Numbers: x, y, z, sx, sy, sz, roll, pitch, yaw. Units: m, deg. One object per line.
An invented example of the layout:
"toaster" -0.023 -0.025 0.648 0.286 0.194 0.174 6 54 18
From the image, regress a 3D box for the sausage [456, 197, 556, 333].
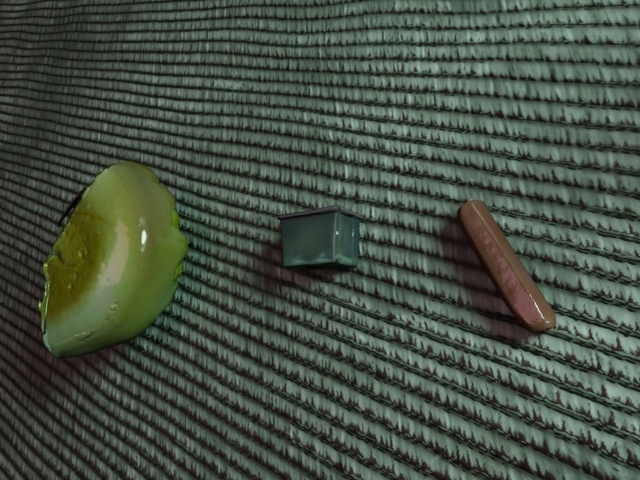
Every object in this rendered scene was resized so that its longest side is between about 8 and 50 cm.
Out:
"sausage" 0.169 0.020 0.499 0.035 0.030 0.147 -36 59 19

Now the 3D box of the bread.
"bread" -0.257 0.042 0.715 0.156 0.158 0.261 35 95 26

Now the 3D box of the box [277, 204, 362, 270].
"box" 0.000 0.000 0.604 0.084 0.060 0.063 -7 76 31
